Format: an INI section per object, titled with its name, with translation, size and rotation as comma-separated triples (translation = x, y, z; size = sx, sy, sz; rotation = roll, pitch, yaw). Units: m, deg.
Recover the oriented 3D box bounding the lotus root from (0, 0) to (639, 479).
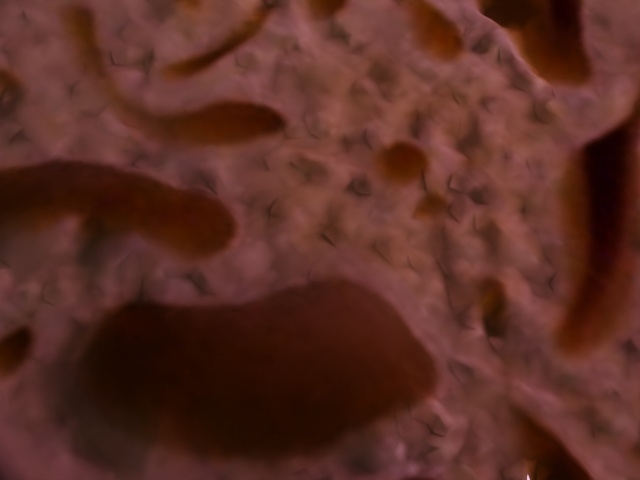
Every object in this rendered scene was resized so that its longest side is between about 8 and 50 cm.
[lotus root]
translation = 0.000, 0.000, 0.458
size = 0.316, 0.316, 0.250
rotation = -35, 165, -12
